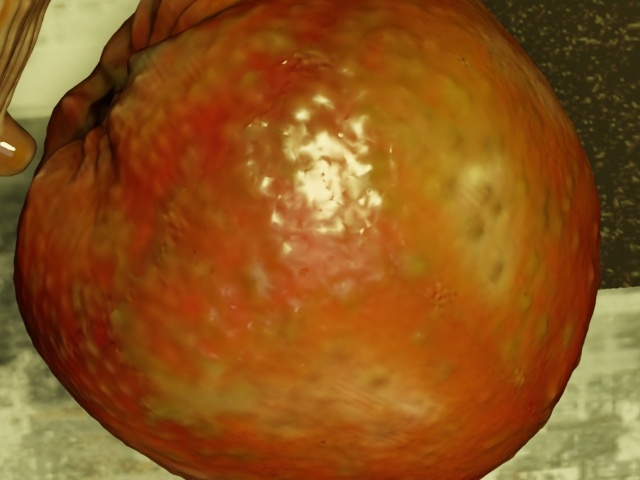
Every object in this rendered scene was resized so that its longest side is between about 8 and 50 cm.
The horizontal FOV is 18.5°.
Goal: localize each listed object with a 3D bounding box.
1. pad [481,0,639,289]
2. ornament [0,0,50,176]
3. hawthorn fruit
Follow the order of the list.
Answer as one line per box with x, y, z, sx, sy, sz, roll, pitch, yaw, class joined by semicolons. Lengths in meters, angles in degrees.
0.182;-0.072;0.923;0.330;0.004;0.220;-6;121;36;pad
-0.247;-0.067;0.878;0.235;0.221;0.217;32;106;10;ornament
0.000;0.000;0.901;0.275;0.275;0.299;-32;130;9;hawthorn fruit
